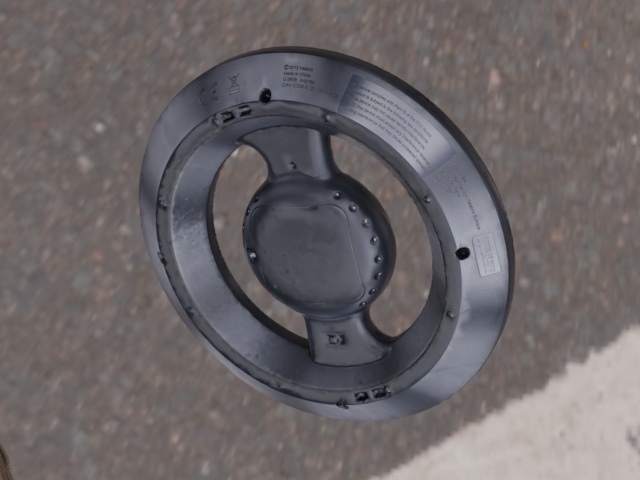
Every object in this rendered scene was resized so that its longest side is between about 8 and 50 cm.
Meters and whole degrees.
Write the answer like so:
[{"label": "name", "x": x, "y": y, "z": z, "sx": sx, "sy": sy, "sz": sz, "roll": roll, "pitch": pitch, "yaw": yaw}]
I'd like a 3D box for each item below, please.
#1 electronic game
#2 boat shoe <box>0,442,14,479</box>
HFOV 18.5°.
[{"label": "electronic game", "x": 0.000, "y": 0.000, "z": 1.102, "sx": 0.229, "sy": 0.048, "sz": 0.229, "roll": 13, "pitch": 121, "yaw": 22}, {"label": "boat shoe", "x": -0.215, "y": 0.218, "z": 1.226, "sx": 0.123, "sy": 0.120, "sz": 0.324, "roll": -20, "pitch": 69, "yaw": 4}]
